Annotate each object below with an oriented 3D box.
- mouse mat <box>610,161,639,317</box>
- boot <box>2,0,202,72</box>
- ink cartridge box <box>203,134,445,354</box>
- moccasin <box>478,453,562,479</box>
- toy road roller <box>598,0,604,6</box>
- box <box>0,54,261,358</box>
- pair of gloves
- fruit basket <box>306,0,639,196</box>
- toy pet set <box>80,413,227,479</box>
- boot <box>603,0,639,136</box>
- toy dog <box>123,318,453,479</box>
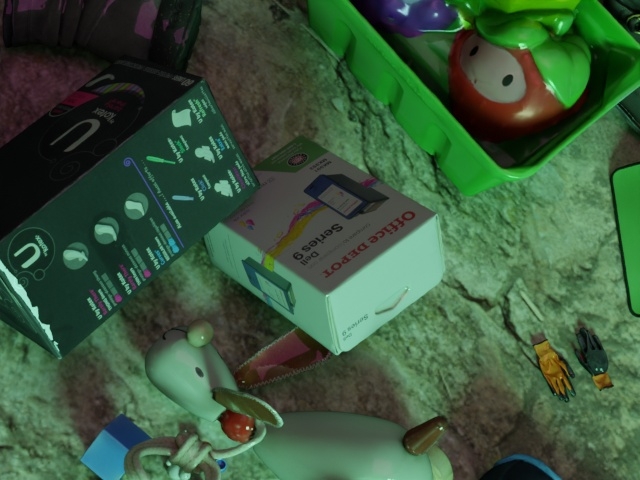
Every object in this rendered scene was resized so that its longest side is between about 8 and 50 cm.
[{"bbox_3d":[0.414,-0.013,1.469,0.152,0.007,0.190,-14,67,27],"label":"mouse mat"},{"bbox_3d":[-0.221,-0.346,1.452,0.222,0.118,0.338,16,61,-1],"label":"boot"},{"bbox_3d":[0.000,0.000,1.318,0.154,0.093,0.212,-35,48,-24],"label":"ink cartridge box"},{"bbox_3d":[0.269,0.373,1.279,0.117,0.138,0.342,-36,66,-19],"label":"moccasin"},{"bbox_3d":[0.348,-0.442,1.607,0.202,0.240,0.330,14,103,-8],"label":"toy road roller"},{"bbox_3d":[-0.223,-0.041,1.263,0.270,0.165,0.143,-43,126,-22],"label":"box"},{"bbox_3d":[0.282,0.137,1.428,0.083,0.010,0.074,-15,72,-20],"label":"pair of gloves"},{"bbox_3d":[0.186,-0.274,1.380,0.283,0.392,0.392,-38,81,-24],"label":"fruit basket"},{"bbox_3d":[-0.165,0.221,1.254,0.114,0.065,0.122,39,64,4],"label":"toy pet set"},{"bbox_3d":[0.413,-0.214,1.480,0.263,0.229,0.091,26,60,-3],"label":"boot"},{"bbox_3d":[-0.008,0.171,1.243,0.333,0.161,0.220,23,30,-9],"label":"toy dog"}]
